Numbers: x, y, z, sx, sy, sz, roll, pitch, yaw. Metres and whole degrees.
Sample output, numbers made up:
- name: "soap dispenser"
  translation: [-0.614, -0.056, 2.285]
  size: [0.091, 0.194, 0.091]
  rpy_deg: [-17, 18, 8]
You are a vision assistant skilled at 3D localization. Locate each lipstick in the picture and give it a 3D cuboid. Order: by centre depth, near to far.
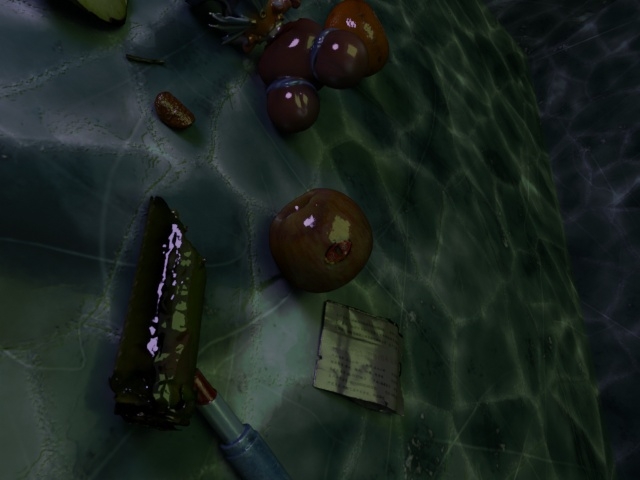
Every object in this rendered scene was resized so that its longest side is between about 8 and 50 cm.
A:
- name: "lipstick"
  translation: [-0.139, 0.320, 0.770]
  size: [0.274, 0.068, 0.061]
  rpy_deg: [56, 45, -8]

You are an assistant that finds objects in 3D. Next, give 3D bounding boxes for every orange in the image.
- name: "orange"
  translation: [0.103, -0.590, 1.389]
  size: [0.224, 0.170, 0.224]
  rpy_deg: [51, 25, -36]

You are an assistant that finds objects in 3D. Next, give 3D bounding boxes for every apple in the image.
- name: "apple"
  translation: [0.000, 0.000, 0.967]
  size: [0.188, 0.211, 0.211]
  rpy_deg: [51, 43, -17]

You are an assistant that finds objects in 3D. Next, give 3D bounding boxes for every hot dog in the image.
- name: "hot dog"
  translation: [-0.289, -0.255, 0.930]
  size: [0.083, 0.035, 0.058]
  rpy_deg: [42, 46, -22]

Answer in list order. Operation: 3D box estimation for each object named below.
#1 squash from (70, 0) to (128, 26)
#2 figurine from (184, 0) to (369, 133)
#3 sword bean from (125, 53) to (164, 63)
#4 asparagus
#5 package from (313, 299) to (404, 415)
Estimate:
- name: "squash"
  translation: [-0.424, -0.521, 0.843]
  size: [0.155, 0.204, 0.236]
  rpy_deg: [10, 64, -17]
- name: "figurine"
  translation: [-0.099, -0.474, 1.085]
  size: [0.388, 0.277, 0.248]
  rpy_deg: [42, 22, -25]
- name: "sword bean"
  translation: [-0.350, -0.361, 0.940]
  size: [0.083, 0.012, 0.012]
  rpy_deg: [-12, 80, -48]
- name: "asparagus"
  translation: [-0.243, 0.096, 0.746]
  size: [0.108, 0.129, 0.381]
  rpy_deg: [63, 23, -60]
- name: "package"
  translation: [0.105, 0.260, 1.052]
  size: [0.251, 0.062, 0.203]
  rpy_deg: [28, 52, -28]
